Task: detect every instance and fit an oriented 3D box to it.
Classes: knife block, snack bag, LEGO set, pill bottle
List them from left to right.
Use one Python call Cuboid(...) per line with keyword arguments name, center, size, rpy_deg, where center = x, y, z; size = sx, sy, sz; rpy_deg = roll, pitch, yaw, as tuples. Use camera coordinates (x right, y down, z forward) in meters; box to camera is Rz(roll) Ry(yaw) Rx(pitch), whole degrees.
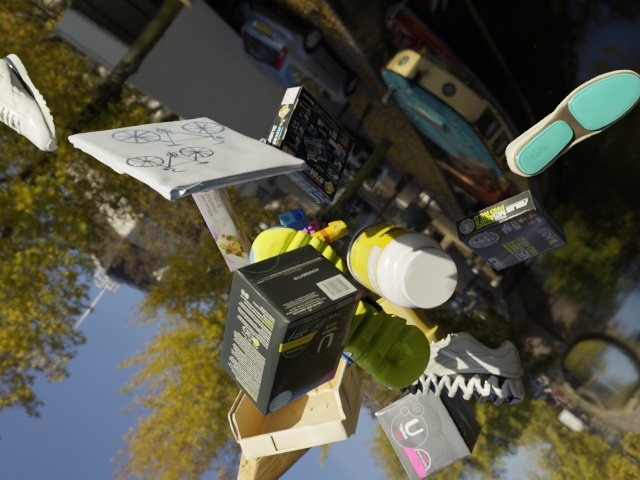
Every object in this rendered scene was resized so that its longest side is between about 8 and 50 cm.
Cuboid(name="snack bag", center=(-0.237, -0.158, 1.276), size=(0.342, 0.037, 0.323), rpy_deg=(27, -149, 37))
Cuboid(name="knife block", center=(-0.084, 0.551, 1.866), size=(0.242, 0.276, 0.088), rpy_deg=(7, -174, -29))
Cuboid(name="LEGO set", center=(0.000, 0.000, 1.226), size=(0.227, 0.093, 0.087), rpy_deg=(-125, 14, -50))
Cuboid(name="pill bottle", center=(0.205, 0.062, 1.734), size=(0.188, 0.188, 0.334), rpy_deg=(37, 177, -20))

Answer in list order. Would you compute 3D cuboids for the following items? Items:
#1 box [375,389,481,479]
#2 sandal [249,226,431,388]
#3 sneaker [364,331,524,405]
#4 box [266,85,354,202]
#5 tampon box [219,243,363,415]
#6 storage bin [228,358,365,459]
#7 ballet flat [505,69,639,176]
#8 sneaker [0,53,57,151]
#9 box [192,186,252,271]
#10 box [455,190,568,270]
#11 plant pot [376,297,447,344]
Cuboid(name="box", center=(0.242, 0.397, 1.504), size=(0.165, 0.143, 0.270), rpy_deg=(61, -168, 13))
Cuboid(name="sandal", center=(0.015, 0.101, 1.030), size=(0.317, 0.126, 0.138), rpy_deg=(45, 170, -16))
Cuboid(name="sneaker", center=(0.223, 0.225, 1.258), size=(0.291, 0.118, 0.110), rpy_deg=(6, 160, 3))
Cuboid(name="box", center=(-0.022, -0.214, 1.563), size=(0.051, 0.175, 0.220), rpy_deg=(1, 154, 40))
Cuboid(name="tampon box", center=(-0.039, 0.108, 0.840), size=(0.120, 0.161, 0.101), rpy_deg=(-20, -132, -38))
Cuboid(name="storage bin", center=(-0.048, 0.371, 1.600), size=(0.260, 0.262, 0.123), rpy_deg=(-61, -47, -70))
Cuboid(name="ballet flat", center=(0.421, -0.200, 1.162), size=(0.086, 0.248, 0.086), rpy_deg=(53, -170, -14))
Cuboid(name="sneaker", center=(-0.587, -0.254, 1.323), size=(0.235, 0.094, 0.090), rpy_deg=(51, 143, 19))
Cuboid(name="box", center=(-0.237, -0.050, 1.667), size=(0.324, 0.063, 0.067), rpy_deg=(72, -173, -46))
Cuboid(name="box", center=(0.525, -0.019, 1.878), size=(0.270, 0.216, 0.060), rpy_deg=(31, -138, -48))
Cuboid(name="plant pot", center=(0.250, 0.299, 2.212), size=(0.239, 0.254, 0.254), rpy_deg=(59, -178, 3))
